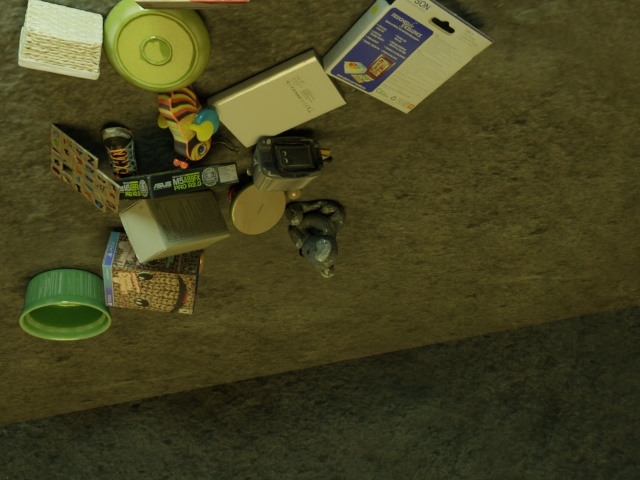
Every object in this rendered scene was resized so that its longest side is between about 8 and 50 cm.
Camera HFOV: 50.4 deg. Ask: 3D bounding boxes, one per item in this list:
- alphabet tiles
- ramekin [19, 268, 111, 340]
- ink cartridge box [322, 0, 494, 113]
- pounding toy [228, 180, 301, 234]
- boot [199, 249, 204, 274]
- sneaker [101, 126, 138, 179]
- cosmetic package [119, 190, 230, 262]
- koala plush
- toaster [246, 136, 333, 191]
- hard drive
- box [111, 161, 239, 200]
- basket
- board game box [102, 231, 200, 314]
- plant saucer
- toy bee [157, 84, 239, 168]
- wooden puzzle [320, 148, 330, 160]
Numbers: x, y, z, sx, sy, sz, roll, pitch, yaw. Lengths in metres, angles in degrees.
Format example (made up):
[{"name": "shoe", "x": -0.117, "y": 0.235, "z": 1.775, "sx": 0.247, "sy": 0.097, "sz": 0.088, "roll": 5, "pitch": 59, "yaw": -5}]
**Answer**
[{"name": "alphabet tiles", "x": -0.630, "y": -0.178, "z": 1.814, "sx": 0.237, "sy": 0.009, "sz": 0.198, "roll": 37, "pitch": 142, "yaw": 6}, {"name": "ramekin", "x": -0.900, "y": 0.226, "z": 2.414, "sx": 0.304, "sy": 0.148, "sz": 0.303, "roll": -8, "pitch": 149, "yaw": -5}, {"name": "ink cartridge box", "x": 0.214, "y": -0.474, "z": 1.685, "sx": 0.304, "sy": 0.072, "sz": 0.307, "roll": 18, "pitch": 137, "yaw": -37}, {"name": "pounding toy", "x": -0.193, "y": -0.140, "z": 2.101, "sx": 0.237, "sy": 0.110, "sz": 0.183, "roll": -41, "pitch": 135, "yaw": -5}, {"name": "boot", "x": -0.534, "y": 0.091, "z": 2.359, "sx": 0.207, "sy": 0.090, "sz": 0.248, "roll": 9, "pitch": 148, "yaw": -32}, {"name": "sneaker", "x": -0.538, "y": -0.225, "z": 1.847, "sx": 0.084, "sy": 0.083, "sz": 0.214, "roll": -7, "pitch": 148, "yaw": -2}, {"name": "cosmetic package", "x": -0.415, "y": -0.046, "z": 1.981, "sx": 0.113, "sy": 0.160, "sz": 0.309, "roll": -27, "pitch": 174, "yaw": 28}, {"name": "koala plush", "x": 0.000, "y": 0.000, "z": 2.245, "sx": 0.204, "sy": 0.221, "sz": 0.196, "roll": -10, "pitch": 149, "yaw": -1}, {"name": "toaster", "x": -0.093, "y": -0.215, "z": 1.936, "sx": 0.227, "sy": 0.129, "sz": 0.146, "roll": -7, "pitch": 168, "yaw": -23}, {"name": "hard drive", "x": -0.111, "y": -0.366, "z": 1.785, "sx": 0.308, "sy": 0.040, "sz": 0.203, "roll": -21, "pitch": 148, "yaw": 17}, {"name": "box", "x": -0.390, "y": -0.160, "z": 1.830, "sx": 0.270, "sy": 0.060, "sz": 0.216, "roll": -16, "pitch": -167, "yaw": -39}, {"name": "basket", "x": -0.557, "y": -0.434, "z": 1.467, "sx": 0.167, "sy": 0.113, "sz": 0.103, "roll": 5, "pitch": 144, "yaw": -25}, {"name": "board game box", "x": -0.549, "y": 0.111, "z": 2.232, "sx": 0.291, "sy": 0.141, "sz": 0.232, "roll": 7, "pitch": 140, "yaw": -8}, {"name": "plant saucer", "x": -0.368, "y": -0.434, "z": 1.530, "sx": 0.241, "sy": 0.037, "sz": 0.240, "roll": -4, "pitch": 130, "yaw": -5}, {"name": "toy bee", "x": -0.326, "y": -0.269, "z": 1.731, "sx": 0.298, "sy": 0.162, "sz": 0.195, "roll": 44, "pitch": 159, "yaw": -30}, {"name": "wooden puzzle", "x": -0.027, "y": -0.240, "z": 2.043, "sx": 0.079, "sy": 0.014, "sz": 0.116, "roll": 11, "pitch": 144, "yaw": -31}]
